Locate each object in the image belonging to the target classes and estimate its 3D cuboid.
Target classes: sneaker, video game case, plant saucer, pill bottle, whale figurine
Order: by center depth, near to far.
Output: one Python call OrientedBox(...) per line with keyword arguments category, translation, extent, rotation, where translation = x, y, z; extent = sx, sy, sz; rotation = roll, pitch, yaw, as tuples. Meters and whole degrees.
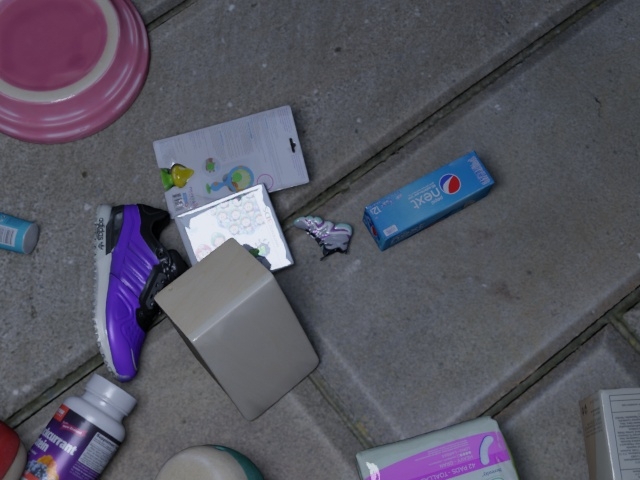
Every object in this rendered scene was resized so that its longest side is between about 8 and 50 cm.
OrientedBox(category="whale figurine", translation=(-0.161, 0.433, 1.429), extent=(0.216, 0.141, 0.271), rotation=(11, 90, 38))
OrientedBox(category="pill bottle", translation=(-0.360, 0.300, 1.469), extent=(0.108, 0.108, 0.193), rotation=(30, 73, 8))
OrientedBox(category="sneaker", translation=(-0.278, 0.073, 1.550), extent=(0.146, 0.102, 0.293), rotation=(-4, 72, -4))
OrientedBox(category="video game case", translation=(-0.140, 0.000, 1.594), extent=(0.157, 0.019, 0.143), rotation=(-21, 88, 1))
OrientedBox(category="sneaker", translation=(0.000, 0.000, 1.615), extent=(0.098, 0.038, 0.069), rotation=(10, 71, 2))
OrientedBox(category="plant saucer", translation=(-0.463, -0.331, 1.688), extent=(0.332, 0.084, 0.332), rotation=(1, 71, -2))

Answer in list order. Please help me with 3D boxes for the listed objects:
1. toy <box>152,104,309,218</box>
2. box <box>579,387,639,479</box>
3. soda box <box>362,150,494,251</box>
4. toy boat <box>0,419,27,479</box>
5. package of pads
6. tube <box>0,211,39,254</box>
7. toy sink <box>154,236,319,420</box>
OrientedBox(category="toy", translation=(-0.148, -0.127, 1.643), extent=(0.237, 0.056, 0.136), rotation=(-14, 81, 0))
OrientedBox(category="box", translation=(0.487, 0.380, 1.460), extent=(0.148, 0.121, 0.311), rotation=(-1, 72, -2))
OrientedBox(category="soda box", translation=(0.177, -0.065, 1.623), extent=(0.210, 0.071, 0.067), rotation=(-27, 75, -10))
OrientedBox(category="toy boat", translation=(-0.531, 0.300, 1.402), extent=(0.231, 0.151, 0.151), rotation=(17, 65, 42))
OrientedBox(category="package of pads", translation=(0.201, 0.426, 1.449), extent=(0.229, 0.101, 0.296), rotation=(-15, 74, -5))
OrientedBox(category="tube", translation=(-0.566, -0.028, 1.606), extent=(0.207, 0.052, 0.080), rotation=(15, 67, 9))
OrientedBox(category="toy sink", translation=(-0.125, 0.136, 1.505), extent=(0.153, 0.234, 0.131), rotation=(-39, 47, -12))
